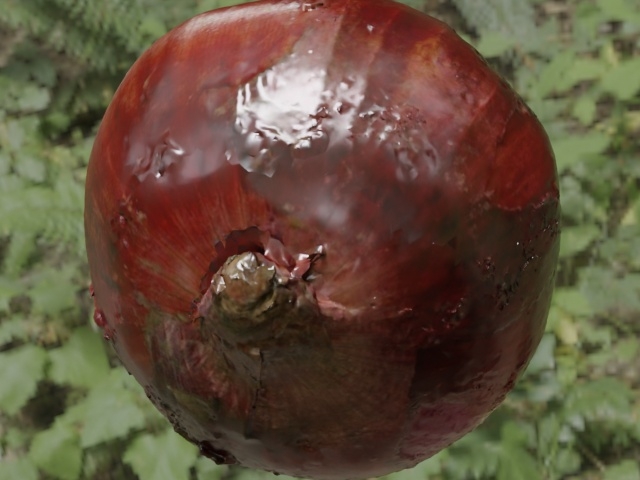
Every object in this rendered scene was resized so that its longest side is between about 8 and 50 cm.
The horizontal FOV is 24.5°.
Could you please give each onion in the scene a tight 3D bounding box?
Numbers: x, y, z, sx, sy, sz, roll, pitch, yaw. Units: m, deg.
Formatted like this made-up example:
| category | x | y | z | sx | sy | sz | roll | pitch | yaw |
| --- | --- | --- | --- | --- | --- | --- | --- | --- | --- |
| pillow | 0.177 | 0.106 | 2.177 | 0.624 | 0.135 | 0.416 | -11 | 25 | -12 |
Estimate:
| category | x | y | z | sx | sy | sz | roll | pitch | yaw |
| --- | --- | --- | --- | --- | --- | --- | --- | --- | --- |
| onion | 0.000 | 0.000 | 0.809 | 0.276 | 0.276 | 0.276 | -8 | 33 | 5 |
